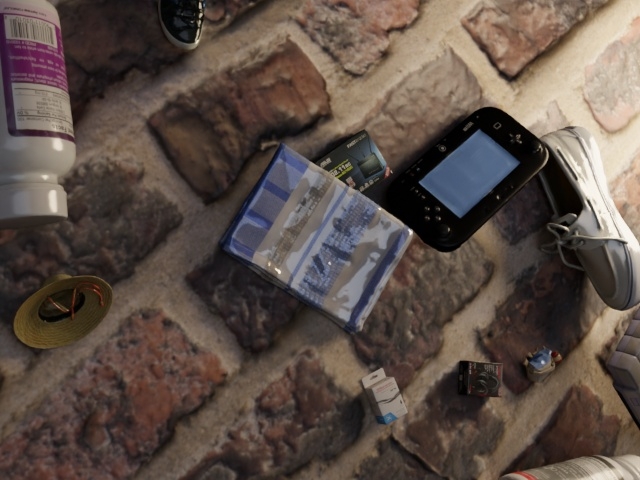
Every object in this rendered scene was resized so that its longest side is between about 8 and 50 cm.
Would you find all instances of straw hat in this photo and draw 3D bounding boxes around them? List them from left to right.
[{"bbox_3d":[-0.374,0.084,1.184,0.144,0.144,0.061,-17,50,-26],"label":"straw hat"}]

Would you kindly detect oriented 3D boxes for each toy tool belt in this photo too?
[{"bbox_3d":[0.412,0.222,1.540,0.083,0.052,0.051,-36,107,-25],"label":"toy tool belt"}]

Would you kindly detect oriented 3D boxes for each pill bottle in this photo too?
[{"bbox_3d":[-0.428,-0.171,1.135,0.169,0.169,0.302,-6,86,-25],"label":"pill bottle"},{"bbox_3d":[0.457,0.472,1.469,0.283,0.161,0.161,-4,85,-26],"label":"pill bottle"}]

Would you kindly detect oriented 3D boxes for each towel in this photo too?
[{"bbox_3d":[0.000,0.000,1.363,0.285,0.034,0.209,33,84,-17],"label":"towel"}]

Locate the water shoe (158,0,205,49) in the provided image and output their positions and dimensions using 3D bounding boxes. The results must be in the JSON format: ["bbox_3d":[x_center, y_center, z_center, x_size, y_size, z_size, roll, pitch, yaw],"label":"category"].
[{"bbox_3d":[-0.214,-0.408,1.311,0.072,0.080,0.203,2,83,-24],"label":"water shoe"}]

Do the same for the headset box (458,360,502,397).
[{"bbox_3d":[0.292,0.250,1.491,0.083,0.032,0.062,9,80,-22],"label":"headset box"}]

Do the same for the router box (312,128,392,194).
[{"bbox_3d":[0.051,-0.122,1.422,0.122,0.038,0.092,-37,99,-24],"label":"router box"}]

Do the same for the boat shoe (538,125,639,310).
[{"bbox_3d":[0.481,-0.031,1.558,0.156,0.136,0.367,-16,88,-26],"label":"boat shoe"}]

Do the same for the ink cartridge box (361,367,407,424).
[{"bbox_3d":[0.108,0.264,1.406,0.048,0.028,0.083,-24,93,-26],"label":"ink cartridge box"}]

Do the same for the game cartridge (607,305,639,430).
[{"bbox_3d":[0.675,0.265,1.601,0.230,0.068,0.355,-50,124,-17],"label":"game cartridge"}]

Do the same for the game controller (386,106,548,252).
[{"bbox_3d":[0.266,-0.116,1.488,0.319,0.067,0.166,-40,82,-24],"label":"game controller"}]
